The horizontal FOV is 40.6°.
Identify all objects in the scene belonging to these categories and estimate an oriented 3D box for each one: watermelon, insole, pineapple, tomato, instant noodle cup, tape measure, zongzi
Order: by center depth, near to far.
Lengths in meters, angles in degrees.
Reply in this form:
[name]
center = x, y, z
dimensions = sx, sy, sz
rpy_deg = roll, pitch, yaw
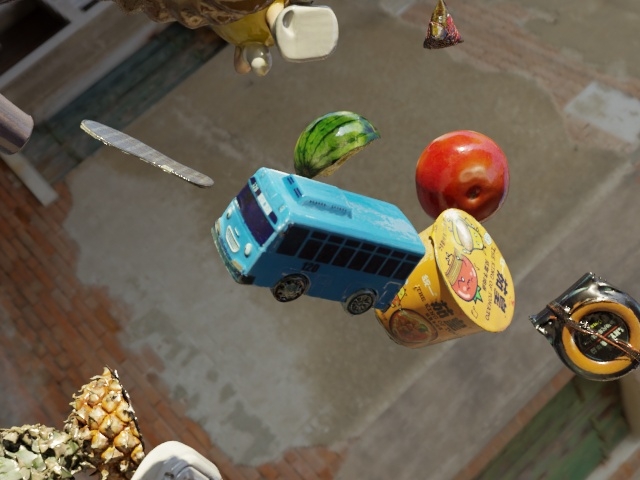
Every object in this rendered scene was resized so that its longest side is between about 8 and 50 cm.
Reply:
[zongzi]
center = 0.190, -0.331, 1.380
dimensions = 0.067, 0.073, 0.083
rpy_deg = 1, -41, 18
[instant noodle cup]
center = 0.195, 0.077, 1.439
dimensions = 0.172, 0.216, 0.216
rpy_deg = -29, -73, 36
[tomato]
center = 0.275, -0.113, 1.661
dimensions = 0.195, 0.195, 0.136
rpy_deg = 54, 6, -25
[pineapple]
center = -0.503, 0.406, 1.678
dimensions = 0.262, 0.271, 0.262
rpy_deg = 39, -43, 48
[tape measure]
center = 0.582, 0.187, 1.825
dimensions = 0.223, 0.202, 0.135
rpy_deg = 47, 12, 3
[insole]
center = -0.367, -0.184, 1.840
dimensions = 0.309, 0.012, 0.110
rpy_deg = 27, 17, 4
[watermelon]
center = 0.028, -0.231, 1.998
dimensions = 0.127, 0.232, 0.204
rpy_deg = 57, -19, -6

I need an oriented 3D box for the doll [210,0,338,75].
[doll]
center = -0.076, -0.420, 1.364
dimensions = 0.161, 0.348, 0.423
rpy_deg = 12, 42, -26

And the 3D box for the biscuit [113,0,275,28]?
[biscuit]
center = -0.177, -0.350, 1.001
dimensions = 0.325, 0.107, 0.326
rpy_deg = 4, -21, 2

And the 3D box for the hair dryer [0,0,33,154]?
[hair dryer]
center = -0.393, -0.234, 1.002
dimensions = 0.361, 0.121, 0.301
rpy_deg = -17, -35, 32

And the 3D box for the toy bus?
[toy bus]
center = 0.000, 0.000, 0.826
dimensions = 0.184, 0.106, 0.090
rpy_deg = 13, 33, -37

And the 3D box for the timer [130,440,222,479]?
[timer]
center = -0.286, 0.515, 1.596
dimensions = 0.087, 0.262, 0.237
rpy_deg = 17, -23, 28
